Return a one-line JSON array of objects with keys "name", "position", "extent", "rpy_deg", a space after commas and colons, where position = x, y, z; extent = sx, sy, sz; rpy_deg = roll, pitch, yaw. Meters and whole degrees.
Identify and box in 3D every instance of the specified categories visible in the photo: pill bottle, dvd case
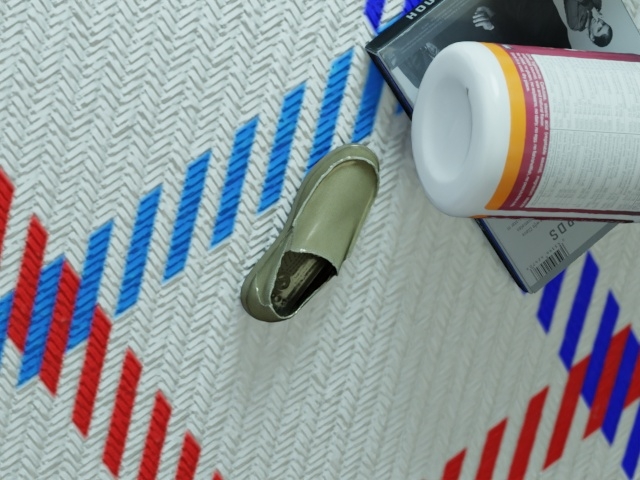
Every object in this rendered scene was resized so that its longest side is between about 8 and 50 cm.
[{"name": "pill bottle", "position": [0.185, -0.073, 1.271], "extent": [0.221, 0.121, 0.121], "rpy_deg": [1, 107, -24]}, {"name": "dvd case", "position": [0.163, -0.102, 1.338], "extent": [0.179, 0.029, 0.239], "rpy_deg": [-38, 118, -7]}]

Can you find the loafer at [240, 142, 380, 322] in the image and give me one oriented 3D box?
[{"name": "loafer", "position": [0.000, 0.000, 1.292], "extent": [0.056, 0.050, 0.148], "rpy_deg": [28, 95, -28]}]
